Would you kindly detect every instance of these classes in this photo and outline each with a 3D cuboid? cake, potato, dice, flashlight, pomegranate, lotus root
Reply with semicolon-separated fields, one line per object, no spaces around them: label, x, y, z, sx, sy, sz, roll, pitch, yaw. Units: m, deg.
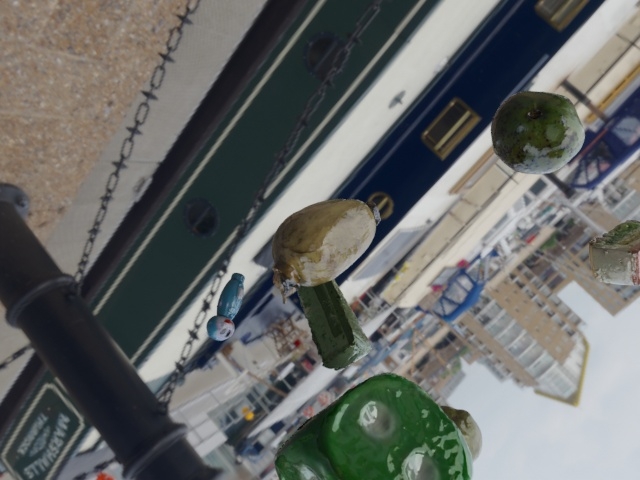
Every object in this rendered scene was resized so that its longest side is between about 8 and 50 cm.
cake;0.657;0.020;1.253;0.225;0.090;0.109;-23;-160;-37
potato;0.349;0.535;1.593;0.154;0.137;0.201;2;126;-11
dice;0.103;0.461;1.192;0.287;0.300;0.297;-29;157;-33
flashlight;-0.170;0.119;1.085;0.051;0.051;0.129;108;-4;-63
pomegranate;0.519;-0.246;1.451;0.214;0.214;0.248;-42;157;-6
cake;0.026;0.177;1.357;0.100;0.235;0.099;-35;140;13
lotus root;0.000;0.000;1.102;0.256;0.140;0.154;-36;-170;-28
